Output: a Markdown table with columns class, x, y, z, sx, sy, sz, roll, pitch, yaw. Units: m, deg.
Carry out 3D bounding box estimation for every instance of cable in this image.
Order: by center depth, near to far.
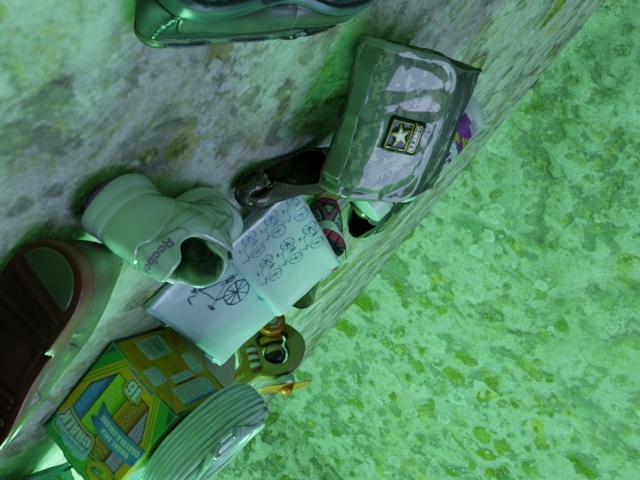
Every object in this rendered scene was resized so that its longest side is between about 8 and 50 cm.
| class | x | y | z | sx | sy | sz | roll | pitch | yaw |
| --- | --- | --- | --- | --- | --- | --- | --- | --- | --- |
| cable | -0.205 | 0.368 | 1.036 | 0.257 | 0.089 | 0.257 | -47 | 167 | 11 |

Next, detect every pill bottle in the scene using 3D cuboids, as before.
| class | x | y | z | sx | sy | sz | roll | pitch | yaw |
| --- | --- | --- | --- | --- | --- | --- | --- | --- | --- |
| pill bottle | 0.180 | -0.188 | 1.190 | 0.301 | 0.169 | 0.169 | -46 | 167 | -4 |

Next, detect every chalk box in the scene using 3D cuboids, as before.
| class | x | y | z | sx | sy | sz | roll | pitch | yaw |
| --- | --- | --- | --- | --- | --- | --- | --- | --- | --- |
| chalk box | -0.351 | 0.330 | 1.052 | 0.289 | 0.179 | 0.180 | -50 | 166 | 14 |

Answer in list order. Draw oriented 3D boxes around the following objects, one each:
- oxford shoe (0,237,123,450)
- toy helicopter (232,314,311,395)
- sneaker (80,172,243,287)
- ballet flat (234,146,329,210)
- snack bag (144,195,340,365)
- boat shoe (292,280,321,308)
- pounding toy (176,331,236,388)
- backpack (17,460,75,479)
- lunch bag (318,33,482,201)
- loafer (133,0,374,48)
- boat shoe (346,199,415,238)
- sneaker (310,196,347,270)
| class | x | y | z | sx | sy | sz | roll | pitch | yaw |
| --- | --- | --- | --- | --- | --- | --- | --- | --- | --- |
| oxford shoe | -0.342 | 0.145 | 0.666 | 0.348 | 0.123 | 0.130 | -48 | 172 | 11 |
| toy helicopter | -0.179 | 0.368 | 1.578 | 0.355 | 0.235 | 0.140 | -37 | 165 | -33 |
| sneaker | -0.165 | 0.006 | 0.732 | 0.114 | 0.152 | 0.305 | -51 | 168 | 11 |
| ballet flat | -0.038 | -0.113 | 0.946 | 0.249 | 0.084 | 0.058 | -25 | 157 | -44 |
| snack bag | -0.130 | 0.081 | 1.088 | 0.342 | 0.037 | 0.323 | -40 | 148 | -8 |
| boat shoe | -0.034 | 0.110 | 1.588 | 0.095 | 0.095 | 0.257 | -62 | -176 | -30 |
| pounding toy | -0.281 | 0.290 | 1.228 | 0.110 | 0.237 | 0.183 | -9 | 169 | 35 |
| backpack | -0.508 | 0.523 | 1.047 | 0.253 | 0.191 | 0.225 | -23 | 171 | 11 |
| lunch bag | 0.119 | -0.192 | 0.920 | 0.287 | 0.168 | 0.235 | -23 | 136 | -57 |
| loafer | -0.056 | -0.233 | 0.544 | 0.267 | 0.096 | 0.084 | -24 | 175 | -43 |
| boat shoe | 0.150 | -0.096 | 1.456 | 0.130 | 0.132 | 0.355 | -41 | 165 | -23 |
| sneaker | 0.000 | 0.000 | 1.334 | 0.299 | 0.120 | 0.112 | 127 | -32 | -68 |
